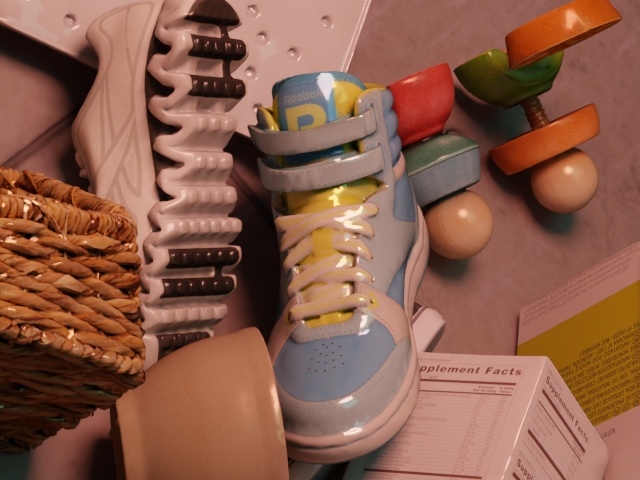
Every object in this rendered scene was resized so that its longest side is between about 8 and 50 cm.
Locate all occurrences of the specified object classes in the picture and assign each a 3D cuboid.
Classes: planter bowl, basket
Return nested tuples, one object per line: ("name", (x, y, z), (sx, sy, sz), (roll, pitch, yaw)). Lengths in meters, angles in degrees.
("planter bowl", (-0.090, 0.147, 1.378), (0.109, 0.162, 0.162), (-6, 69, -10))
("basket", (-0.267, -0.009, 1.267), (0.299, 0.213, 0.223), (12, 61, -32))

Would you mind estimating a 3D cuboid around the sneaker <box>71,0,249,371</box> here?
("sneaker", (-0.126, -0.038, 1.459), (0.110, 0.118, 0.292), (11, 83, -61))

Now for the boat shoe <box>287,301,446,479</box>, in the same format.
("boat shoe", (0.014, 0.114, 1.516), (0.076, 0.080, 0.228), (33, 52, 11))

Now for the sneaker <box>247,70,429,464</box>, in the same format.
("sneaker", (0.000, 0.000, 1.441), (0.319, 0.127, 0.208), (-83, 161, -56))

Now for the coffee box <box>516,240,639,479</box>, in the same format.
("coffee box", (0.376, 0.195, 1.566), (0.337, 0.338, 0.334), (24, 56, -26))

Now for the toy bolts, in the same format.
("toy bolts", (0.163, -0.087, 1.660), (0.228, 0.218, 0.158), (-23, 89, -24))

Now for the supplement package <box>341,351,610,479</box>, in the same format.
("supplement package", (0.097, 0.216, 1.433), (0.134, 0.139, 0.244), (54, 49, -40))

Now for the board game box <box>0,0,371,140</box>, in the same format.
("board game box", (-0.113, -0.311, 1.554), (0.390, 0.050, 0.390), (24, 79, -26))
